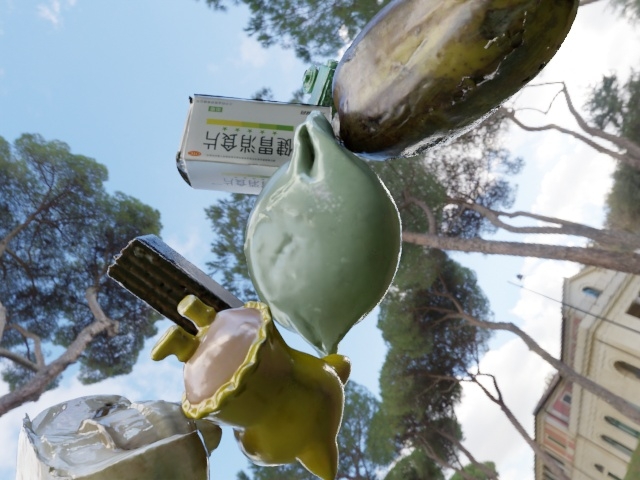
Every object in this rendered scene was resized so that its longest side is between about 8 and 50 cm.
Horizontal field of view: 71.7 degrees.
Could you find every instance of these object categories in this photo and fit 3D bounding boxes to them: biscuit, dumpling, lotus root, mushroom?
[{"bbox_3d":[-0.187,0.090,0.670,0.252,0.106,0.070,38,-92,-9],"label":"biscuit"},{"bbox_3d":[-0.010,-0.009,0.657,0.212,0.270,0.320,29,-89,-31],"label":"dumpling"},{"bbox_3d":[0.140,-0.228,0.584,0.179,0.397,0.195,14,-112,-27],"label":"lotus root"},{"bbox_3d":[-0.213,0.276,0.493,0.195,0.254,0.188,0,-89,-48],"label":"mushroom"}]

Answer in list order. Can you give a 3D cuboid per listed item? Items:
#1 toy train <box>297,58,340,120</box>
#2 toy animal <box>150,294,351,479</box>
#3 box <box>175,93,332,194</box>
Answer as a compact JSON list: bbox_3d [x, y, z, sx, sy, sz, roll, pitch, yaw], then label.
[{"bbox_3d":[0.012,-0.390,1.300,0.145,0.202,0.265,9,-65,-27],"label":"toy train"},{"bbox_3d":[-0.067,0.150,0.487,0.230,0.156,0.156,37,-99,-18],"label":"toy animal"},{"bbox_3d":[-0.142,-0.210,1.011,0.145,0.333,0.173,106,167,-66],"label":"box"}]
